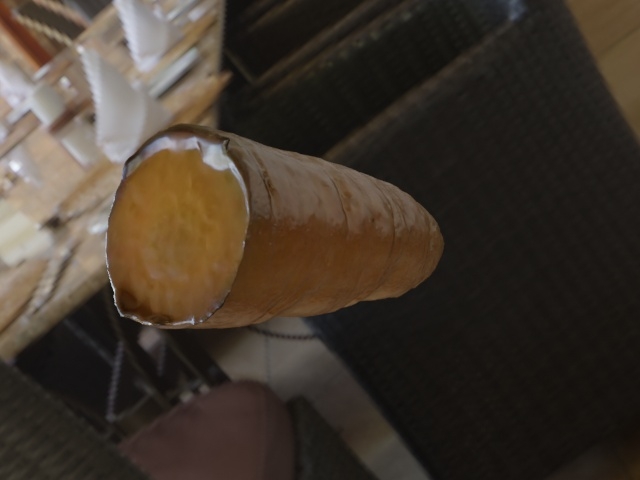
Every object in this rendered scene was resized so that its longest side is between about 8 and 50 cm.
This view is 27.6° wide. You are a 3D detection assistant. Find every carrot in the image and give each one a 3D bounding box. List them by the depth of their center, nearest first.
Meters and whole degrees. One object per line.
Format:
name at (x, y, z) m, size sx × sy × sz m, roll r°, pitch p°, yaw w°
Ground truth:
carrot at (0.000, 0.000, 0.517) m, size 0.072 × 0.072 × 0.205 m, roll -33°, pitch -18°, yaw 25°
